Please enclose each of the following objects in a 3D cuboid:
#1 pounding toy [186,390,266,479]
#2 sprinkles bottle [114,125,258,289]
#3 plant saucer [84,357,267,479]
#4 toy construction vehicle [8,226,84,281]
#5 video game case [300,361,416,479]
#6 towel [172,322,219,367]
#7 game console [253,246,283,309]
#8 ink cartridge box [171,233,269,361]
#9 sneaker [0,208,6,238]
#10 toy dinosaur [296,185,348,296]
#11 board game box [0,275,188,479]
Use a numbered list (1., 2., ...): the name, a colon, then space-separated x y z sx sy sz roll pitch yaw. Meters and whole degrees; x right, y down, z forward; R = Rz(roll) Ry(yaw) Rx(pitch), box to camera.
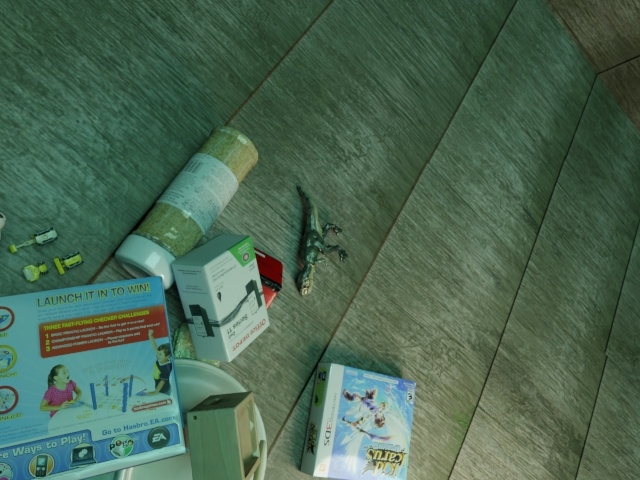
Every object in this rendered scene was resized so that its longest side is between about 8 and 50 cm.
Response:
1. pounding toy: -0.158 0.376 0.917 0.094 0.181 0.205 -7 85 5
2. sprinkles bottle: -0.261 -0.074 1.075 0.121 0.121 0.355 40 62 -20
3. plant saucer: -0.269 0.420 0.965 0.401 0.101 0.399 4 81 -29
4. toy construction vehicle: -0.497 0.025 0.960 0.098 0.035 0.085 -30 108 -31
5. video game case: 0.098 0.432 1.243 0.270 0.061 0.244 20 71 -29
6. towel: -0.254 0.248 1.072 0.110 0.027 0.148 20 70 -28
7. game console: -0.165 0.082 1.172 0.144 0.085 0.124 31 34 -25
8. ink cartridge box: -0.189 0.111 1.040 0.153 0.087 0.208 -40 126 -53
9. sneaker: -0.634 0.029 0.796 0.282 0.106 0.162 -5 117 -37
10. toy dinosaur: 0.000 0.000 1.270 0.118 0.064 0.267 7 73 -25
11. board game box: -0.397 0.231 0.866 0.309 0.086 0.301 -7 69 -20
